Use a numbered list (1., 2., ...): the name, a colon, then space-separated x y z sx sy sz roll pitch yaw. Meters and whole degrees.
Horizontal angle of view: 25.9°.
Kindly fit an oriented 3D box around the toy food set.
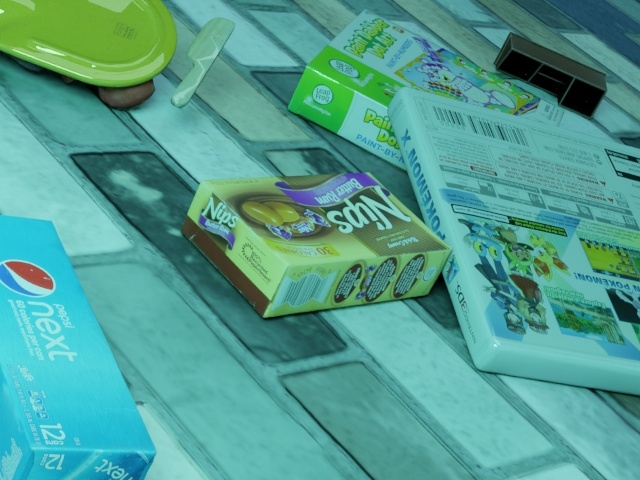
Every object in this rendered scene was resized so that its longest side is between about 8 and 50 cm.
1. toy food set: -0.197 -0.164 1.185 0.218 0.071 0.128 21 51 -6

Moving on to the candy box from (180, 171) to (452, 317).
1. candy box: 0.000 0.000 1.064 0.187 0.053 0.109 -6 40 -45

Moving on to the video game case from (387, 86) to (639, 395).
1. video game case: 0.234 0.009 1.207 0.329 0.036 0.300 12 42 -27

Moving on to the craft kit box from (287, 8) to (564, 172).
1. craft kit box: 0.115 -0.131 1.404 0.247 0.061 0.250 25 26 4

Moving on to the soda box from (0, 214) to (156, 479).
1. soda box: -0.164 0.070 0.775 0.071 0.067 0.210 7 32 -33

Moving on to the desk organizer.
1. desk organizer: 0.276 -0.197 1.669 0.130 0.047 0.050 23 29 -6
